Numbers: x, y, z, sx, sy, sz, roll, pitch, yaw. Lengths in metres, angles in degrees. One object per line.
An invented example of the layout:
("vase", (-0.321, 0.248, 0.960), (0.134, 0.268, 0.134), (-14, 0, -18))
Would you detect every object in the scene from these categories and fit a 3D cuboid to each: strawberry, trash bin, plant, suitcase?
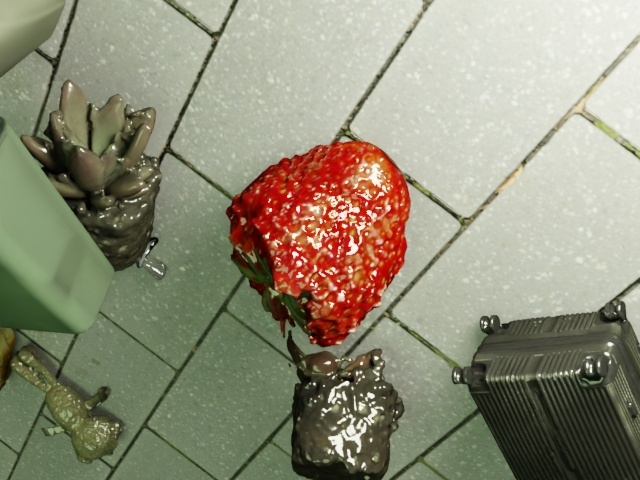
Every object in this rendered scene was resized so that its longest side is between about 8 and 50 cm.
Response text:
("strawberry", (0.002, 0.001, 1.351), (0.261, 0.257, 0.261), (43, 163, 17))
("trash bin", (-0.518, -0.326, 1.362), (0.219, 0.250, 0.220), (43, 135, -4))
("plant", (-0.352, -0.098, 1.479), (0.194, 0.182, 0.321), (12, 140, -1))
("plant", (0.038, 0.284, 1.551), (0.204, 0.234, 0.178), (4, 151, 3))
("trash bin", (-0.480, -0.005, 1.375), (0.222, 0.158, 0.343), (3, 144, 23))
("suitcase", (0.370, 0.264, 1.354), (0.229, 0.152, 0.335), (-11, 119, 39))

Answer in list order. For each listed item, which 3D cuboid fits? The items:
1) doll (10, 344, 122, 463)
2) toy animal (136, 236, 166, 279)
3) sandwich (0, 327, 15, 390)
("doll", (-0.566, 0.366, 2.074), (0.285, 0.091, 0.203), (24, 102, -2))
("toy animal", (-0.366, 0.000, 1.664), (0.202, 0.070, 0.105), (27, 161, 8))
("sandwich", (-0.814, 0.207, 2.089), (0.288, 0.100, 0.254), (30, 142, 8))
